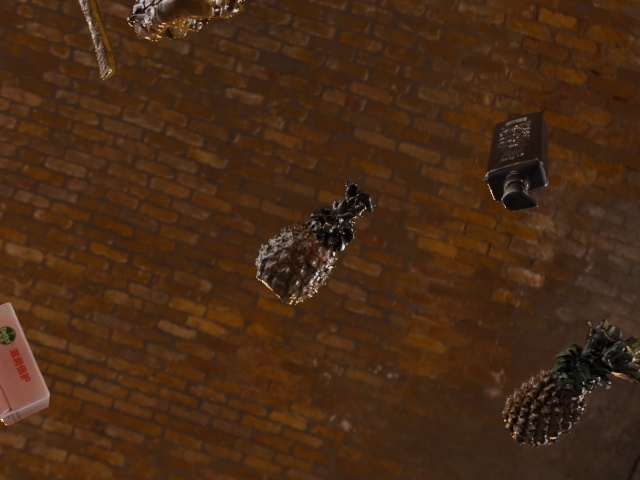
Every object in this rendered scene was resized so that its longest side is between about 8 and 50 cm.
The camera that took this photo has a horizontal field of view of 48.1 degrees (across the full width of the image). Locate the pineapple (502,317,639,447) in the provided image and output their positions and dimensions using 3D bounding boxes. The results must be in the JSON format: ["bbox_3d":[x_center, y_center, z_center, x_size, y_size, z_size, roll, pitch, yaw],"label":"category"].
[{"bbox_3d":[0.314,0.190,0.910,0.103,0.083,0.221,23,-54,-16],"label":"pineapple"}]

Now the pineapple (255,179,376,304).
[{"bbox_3d":[0.000,0.000,1.017,0.197,0.108,0.108,-43,-80,6],"label":"pineapple"}]

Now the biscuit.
[{"bbox_3d":[-0.140,-0.406,1.062,0.289,0.334,0.081,-1,-41,41],"label":"biscuit"}]

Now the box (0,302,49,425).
[{"bbox_3d":[-0.276,0.112,0.632,0.089,0.043,0.125,65,-26,5],"label":"box"}]

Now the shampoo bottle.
[{"bbox_3d":[0.344,-0.137,1.253,0.098,0.309,0.071,-13,-66,24],"label":"shampoo bottle"}]

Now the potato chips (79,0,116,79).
[{"bbox_3d":[-0.309,-0.297,0.960,0.037,0.026,0.204,-35,-114,20],"label":"potato chips"}]
